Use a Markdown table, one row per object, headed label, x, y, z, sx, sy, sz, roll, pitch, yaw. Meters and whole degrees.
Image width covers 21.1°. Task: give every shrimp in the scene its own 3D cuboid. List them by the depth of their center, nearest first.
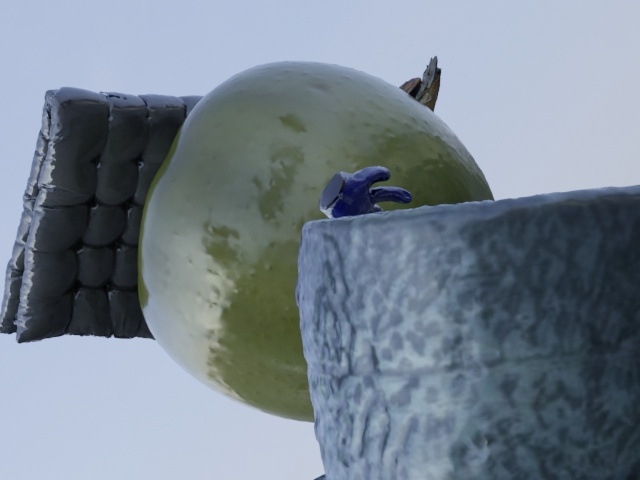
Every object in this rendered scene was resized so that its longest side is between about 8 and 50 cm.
| label | x | y | z | sx | sy | sz | roll | pitch | yaw |
| --- | --- | --- | --- | --- | --- | --- | --- | --- | --- |
| shrimp | 0.104 | -0.160 | 1.932 | 0.023 | 0.059 | 0.108 | -2 | 74 | 67 |

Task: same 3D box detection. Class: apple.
| label | x | y | z | sx | sy | sz | roll | pitch | yaw |
| --- | --- | --- | --- | --- | --- | --- | --- | --- | --- |
| apple | 0.000 | 0.000 | 1.804 | 0.311 | 0.360 | 0.320 | -50 | -25 | -45 |

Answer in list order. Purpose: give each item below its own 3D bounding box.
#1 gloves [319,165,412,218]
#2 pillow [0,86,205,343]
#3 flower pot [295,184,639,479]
| label | x | y | z | sx | sy | sz | roll | pitch | yaw |
| --- | --- | --- | --- | --- | --- | --- | --- | --- | --- |
| gloves | 0.036 | -0.027 | 1.329 | 0.064 | 0.026 | 0.086 | -55 | -41 | -3 |
| pillow | -0.237 | -0.023 | 2.005 | 0.228 | 0.101 | 0.326 | 0 | -63 | -30 |
| flower pot | 0.099 | 0.117 | 0.923 | 0.299 | 0.299 | 0.282 | -11 | -85 | -69 |
